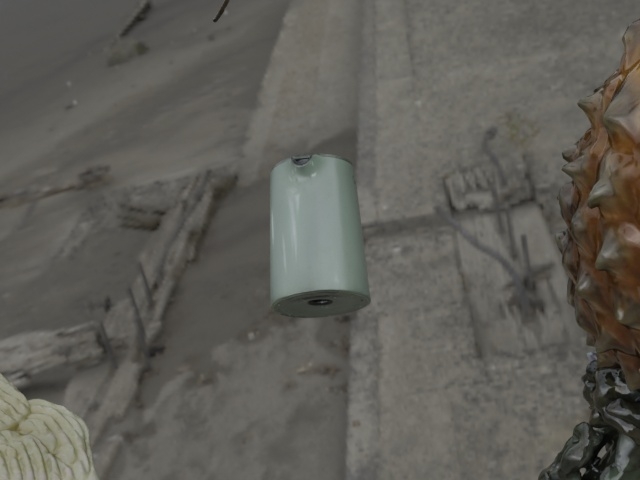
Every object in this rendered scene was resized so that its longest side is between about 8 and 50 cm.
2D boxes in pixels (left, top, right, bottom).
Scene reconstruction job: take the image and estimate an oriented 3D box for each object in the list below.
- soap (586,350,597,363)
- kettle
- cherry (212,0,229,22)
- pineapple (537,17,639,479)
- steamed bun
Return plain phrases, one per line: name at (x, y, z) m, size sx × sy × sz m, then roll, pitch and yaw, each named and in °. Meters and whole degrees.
soap at (0.448, 0.083, 0.773) m, size 0.446 × 0.261 × 0.156 m, roll -20°, pitch 13°, yaw 0°
kettle at (0.004, -0.002, 1.019) m, size 0.098 × 0.147 × 0.127 m, roll -21°, pitch -26°, yaw 39°
cherry at (-0.099, -0.355, 0.965) m, size 0.175 × 0.249 × 0.192 m, roll 11°, pitch -4°, yaw -13°
pineapple at (0.182, 0.040, 0.507) m, size 0.175 × 0.361 × 0.175 m, roll 4°, pitch 48°, yaw -5°
steamed bun at (-0.401, 0.280, 1.111) m, size 0.320 × 0.206 × 0.275 m, roll 32°, pitch 28°, yaw 26°
